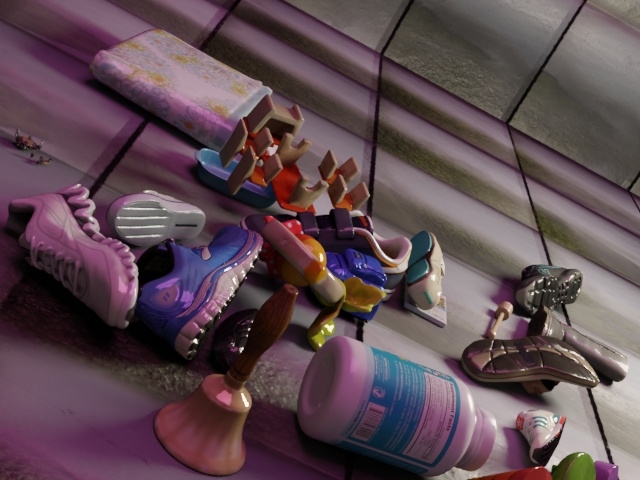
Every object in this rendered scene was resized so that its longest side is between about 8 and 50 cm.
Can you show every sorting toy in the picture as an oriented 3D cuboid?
[{"bbox_3d":[0.314,0.364,1.625,0.126,0.127,0.365,9,3,37],"label":"sorting toy"}]

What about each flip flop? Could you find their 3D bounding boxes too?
[{"bbox_3d":[0.373,0.235,1.984,0.277,0.080,0.112,2,37,-23],"label":"flip flop"}]

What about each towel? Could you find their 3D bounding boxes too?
[{"bbox_3d":[-0.284,-0.323,2.337,0.320,0.090,0.374,28,22,1],"label":"towel"}]

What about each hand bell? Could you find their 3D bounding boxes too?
[{"bbox_3d":[-0.093,0.152,1.324,0.126,0.242,0.126,26,23,-12],"label":"hand bell"}]

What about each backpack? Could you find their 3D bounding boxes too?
[{"bbox_3d":[0.043,0.066,1.884,0.120,0.101,0.098,21,15,-20],"label":"backpack"}]

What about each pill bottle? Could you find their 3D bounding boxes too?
[{"bbox_3d":[0.111,0.239,1.529,0.264,0.146,0.146,23,23,-20],"label":"pill bottle"}]

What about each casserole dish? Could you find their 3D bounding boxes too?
[{"bbox_3d":[-0.161,-0.114,2.100,0.188,0.037,0.114,24,22,-19],"label":"casserole dish"}]

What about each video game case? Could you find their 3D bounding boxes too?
[{"bbox_3d":[0.199,0.117,2.092,0.087,0.011,0.122,28,22,-5],"label":"video game case"}]

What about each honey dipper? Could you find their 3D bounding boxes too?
[{"bbox_3d":[0.351,0.159,2.172,0.030,0.030,0.160,33,23,7],"label":"honey dipper"}]

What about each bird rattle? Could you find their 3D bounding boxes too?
[{"bbox_3d":[-0.020,0.032,1.742,0.253,0.143,0.207,54,-1,30],"label":"bird rattle"}]

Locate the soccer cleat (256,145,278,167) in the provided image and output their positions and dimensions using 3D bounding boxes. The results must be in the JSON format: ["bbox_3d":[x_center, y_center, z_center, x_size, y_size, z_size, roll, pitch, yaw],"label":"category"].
[{"bbox_3d":[-0.117,-0.200,2.308,0.076,0.068,0.196,16,29,-26],"label":"soccer cleat"}]

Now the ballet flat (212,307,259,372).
[{"bbox_3d":[-0.120,0.142,1.595,0.173,0.057,0.049,-65,136,-68],"label":"ballet flat"}]

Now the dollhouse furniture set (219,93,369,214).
[{"bbox_3d":[-0.074,-0.143,2.105,0.262,0.135,0.259,15,37,-33],"label":"dollhouse furniture set"}]

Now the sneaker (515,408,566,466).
[{"bbox_3d":[0.350,0.318,1.806,0.075,0.057,0.161,20,19,20],"label":"sneaker"}]

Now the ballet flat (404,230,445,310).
[{"bbox_3d":[0.202,0.061,2.116,0.086,0.086,0.248,29,23,-5],"label":"ballet flat"}]

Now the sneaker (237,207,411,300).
[{"bbox_3d":[0.013,-0.004,1.967,0.321,0.127,0.126,19,25,-23],"label":"sneaker"}]

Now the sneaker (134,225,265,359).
[{"bbox_3d":[-0.184,0.041,1.606,0.147,0.130,0.330,33,22,-1],"label":"sneaker"}]

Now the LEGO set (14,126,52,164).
[{"bbox_3d":[-0.475,-0.150,1.800,0.054,0.023,0.083,6,45,-42],"label":"LEGO set"}]

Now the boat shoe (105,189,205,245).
[{"bbox_3d":[-0.277,-0.038,1.748,0.076,0.083,0.226,28,7,27],"label":"boat shoe"}]

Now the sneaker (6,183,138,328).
[{"bbox_3d":[-0.338,0.025,1.498,0.118,0.110,0.292,-2,31,-36],"label":"sneaker"}]

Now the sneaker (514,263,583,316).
[{"bbox_3d":[0.473,0.106,2.393,0.106,0.101,0.267,18,13,33],"label":"sneaker"}]

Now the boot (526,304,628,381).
[{"bbox_3d":[0.517,0.222,2.211,0.208,0.076,0.189,39,24,2],"label":"boot"}]
